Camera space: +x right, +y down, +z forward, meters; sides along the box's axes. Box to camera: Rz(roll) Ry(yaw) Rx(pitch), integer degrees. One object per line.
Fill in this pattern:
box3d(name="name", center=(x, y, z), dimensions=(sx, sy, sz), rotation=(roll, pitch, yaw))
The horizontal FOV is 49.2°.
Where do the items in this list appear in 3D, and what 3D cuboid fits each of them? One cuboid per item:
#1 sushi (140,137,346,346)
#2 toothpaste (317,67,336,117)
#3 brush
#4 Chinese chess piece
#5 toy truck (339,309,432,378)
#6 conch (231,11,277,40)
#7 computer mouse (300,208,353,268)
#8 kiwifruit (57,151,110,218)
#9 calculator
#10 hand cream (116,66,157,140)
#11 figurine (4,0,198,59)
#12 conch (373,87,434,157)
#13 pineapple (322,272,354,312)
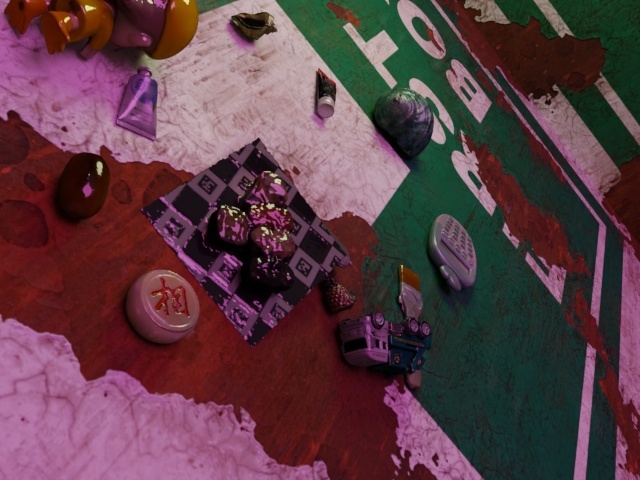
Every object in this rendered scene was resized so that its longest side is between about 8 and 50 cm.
box3d(name="sushi", center=(-0.109, -0.020, 1.328), dimensions=(0.320, 0.069, 0.339), rotation=(54, 47, -4))
box3d(name="toothpaste", center=(0.015, -0.398, 1.870), dimensions=(0.071, 0.045, 0.193), rotation=(38, 33, -25))
box3d(name="brush", center=(0.214, 0.200, 1.638), dimensions=(0.085, 0.020, 0.336), rotation=(33, 41, -29))
box3d(name="Chinese chess piece", center=(-0.254, 0.107, 1.128), dimensions=(0.122, 0.051, 0.122), rotation=(30, 43, -32))
box3d(name="toy truck", center=(0.141, 0.223, 1.461), dimensions=(0.216, 0.110, 0.116), rotation=(18, 60, -42))
box3d(name="conch", center=(-0.161, -0.539, 1.739), dimensions=(0.121, 0.074, 0.089), rotation=(13, 14, -19))
box3d(name="computer mouse", center=(0.000, 0.000, 1.508), dimensions=(0.181, 0.056, 0.089), rotation=(47, 18, -7))
box3d(name="kiwifruit", center=(-0.379, -0.089, 1.121), dimensions=(0.075, 0.075, 0.124), rotation=(31, 45, -31))
box3d(name="calculator", center=(0.366, 0.034, 1.938), dimensions=(0.184, 0.042, 0.295), rotation=(45, 33, -15))
box3d(name="hand cream", center=(-0.342, -0.268, 1.335), dimensions=(0.084, 0.053, 0.142), rotation=(22, 57, -40))
box3d(name="figurine", center=(-0.385, -0.424, 1.305), dimensions=(0.215, 0.187, 0.344), rotation=(47, 40, 9))
box3d(name="conch", center=(0.246, -0.357, 2.027), dimensions=(0.202, 0.134, 0.196), rotation=(14, 51, -45))
box3d(name="pineapple", center=(0.025, 0.091, 1.471), dimensions=(0.058, 0.058, 0.124), rotation=(-2, 63, -51))
